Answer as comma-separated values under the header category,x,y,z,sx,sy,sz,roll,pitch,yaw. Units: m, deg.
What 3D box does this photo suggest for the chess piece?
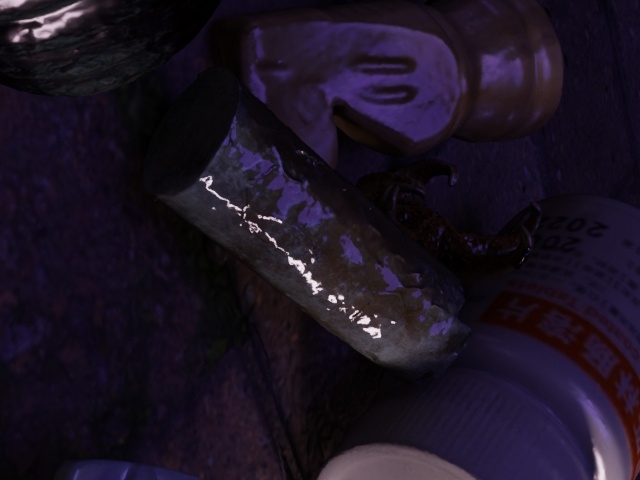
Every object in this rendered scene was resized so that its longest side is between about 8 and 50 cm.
category,x,y,z,sx,sy,sz,roll,pitch,yaw
chess piece,0.048,-0.125,0.934,0.301,0.137,0.137,-13,101,-42

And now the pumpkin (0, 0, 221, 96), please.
category,x,y,z,sx,sy,sz,roll,pitch,yaw
pumpkin,-0.162,-0.169,0.557,0.248,0.248,0.248,1,89,-55

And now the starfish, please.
category,x,y,z,sx,sy,sz,roll,pitch,yaw
starfish,0.094,-0.012,0.947,0.074,0.146,0.190,-62,162,17

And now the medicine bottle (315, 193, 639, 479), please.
category,x,y,z,sx,sy,sz,roll,pitch,yaw
medicine bottle,0.165,0.130,0.999,0.371,0.211,0.211,-44,125,-47

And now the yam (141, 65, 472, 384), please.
category,x,y,z,sx,sy,sz,roll,pitch,yaw
yam,0.000,0.000,0.823,0.259,0.093,0.093,39,57,-31

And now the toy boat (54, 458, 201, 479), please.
category,x,y,z,sx,sy,sz,roll,pitch,yaw
toy boat,-0.135,0.263,0.665,0.199,0.100,0.290,24,71,-53
